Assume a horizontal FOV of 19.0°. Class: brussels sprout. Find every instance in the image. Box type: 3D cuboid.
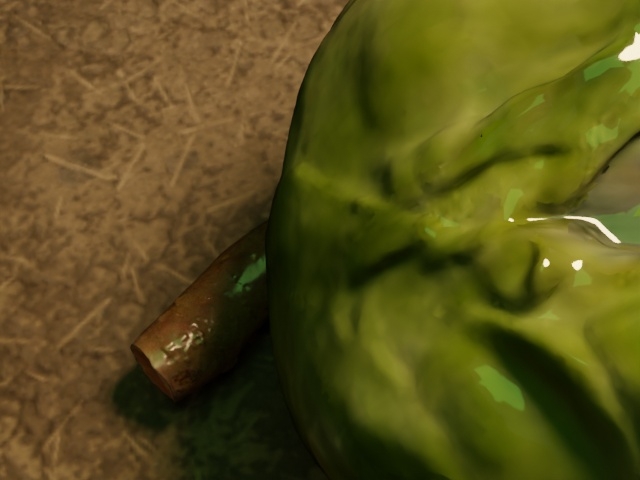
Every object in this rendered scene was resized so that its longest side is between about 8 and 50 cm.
[{"bbox_3d":[0.150,0.011,1.052,0.361,0.342,0.425,-28,53,22],"label":"brussels sprout"}]

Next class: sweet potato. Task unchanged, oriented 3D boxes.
[{"bbox_3d":[0.000,0.000,1.221,0.281,0.059,0.067,-36,42,-16],"label":"sweet potato"}]
